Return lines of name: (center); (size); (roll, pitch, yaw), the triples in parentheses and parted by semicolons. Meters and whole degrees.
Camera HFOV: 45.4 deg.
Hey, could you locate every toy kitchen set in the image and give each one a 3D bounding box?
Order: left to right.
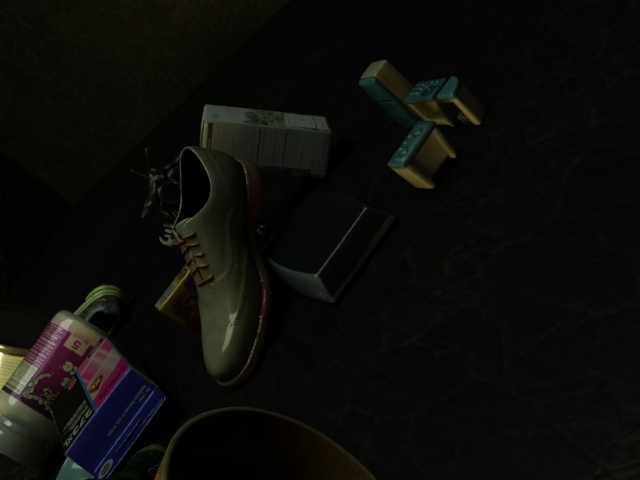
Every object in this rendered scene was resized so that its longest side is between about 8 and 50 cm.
toy kitchen set: (0.119, -0.177, 1.153); (0.166, 0.122, 0.207); (-54, 22, -9)

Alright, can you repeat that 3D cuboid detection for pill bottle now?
pill bottle: (-0.563, 0.312, 1.601); (0.169, 0.169, 0.301); (-7, 48, 59)

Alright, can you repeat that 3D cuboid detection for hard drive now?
hard drive: (0.000, 0.000, 1.187); (0.172, 0.054, 0.255); (-54, 23, -8)

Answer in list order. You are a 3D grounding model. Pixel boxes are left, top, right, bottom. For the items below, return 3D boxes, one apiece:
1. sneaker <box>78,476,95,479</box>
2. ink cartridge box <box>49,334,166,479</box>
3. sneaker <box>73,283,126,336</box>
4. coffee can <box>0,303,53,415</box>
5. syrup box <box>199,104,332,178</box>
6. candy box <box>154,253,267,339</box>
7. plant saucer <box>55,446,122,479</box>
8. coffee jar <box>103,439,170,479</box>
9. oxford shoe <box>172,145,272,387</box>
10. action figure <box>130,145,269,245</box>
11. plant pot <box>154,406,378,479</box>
sneaker: (-0.371, 0.448, 1.192); (0.065, 0.061, 0.157); (-19, 47, 36)
ink cartridge box: (-0.387, 0.288, 1.358); (0.175, 0.069, 0.371); (-54, 25, -11)
sneaker: (-0.580, 0.239, 1.836); (0.300, 0.111, 0.121); (-50, 26, 6)
coffee can: (-0.727, 0.312, 1.748); (0.201, 0.202, 0.275); (-121, 50, -66)
syrup box: (-0.104, -0.184, 1.421); (0.093, 0.237, 0.096); (-104, 20, -63)
candy box: (-0.192, 0.075, 1.357); (0.186, 0.109, 0.053); (-55, 22, -10)
plant saucer: (-0.398, 0.389, 1.345); (0.195, 0.037, 0.195); (-39, 25, 22)
coffee jar: (-0.231, 0.327, 0.974); (0.079, 0.096, 0.184); (-37, -4, 16)
oxford shoe: (-0.175, 0.034, 1.209); (0.140, 0.147, 0.396); (-28, 57, 35)
action figure: (-0.241, -0.060, 1.439); (0.141, 0.276, 0.164); (-21, 37, 57)
plant pot: (-0.077, 0.319, 0.662); (0.254, 0.237, 0.237); (-59, 18, 21)
